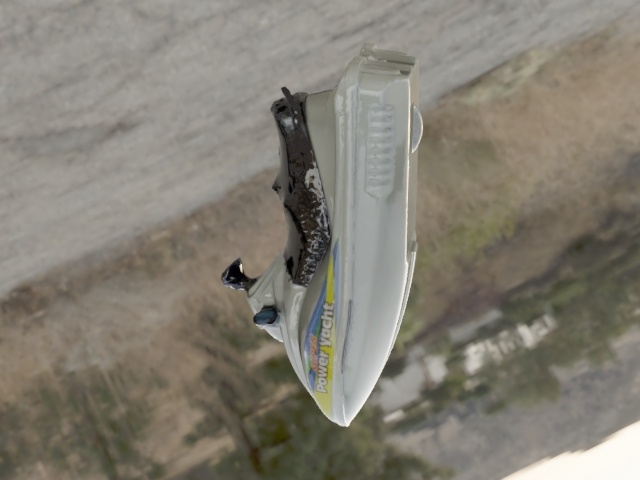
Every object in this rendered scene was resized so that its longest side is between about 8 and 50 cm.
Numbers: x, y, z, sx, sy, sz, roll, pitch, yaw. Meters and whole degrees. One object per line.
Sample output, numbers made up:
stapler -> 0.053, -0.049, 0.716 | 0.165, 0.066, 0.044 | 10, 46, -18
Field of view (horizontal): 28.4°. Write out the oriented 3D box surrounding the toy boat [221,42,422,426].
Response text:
toy boat -> 0.007, -0.004, 0.894 | 0.141, 0.141, 0.269 | -15, 126, -58
